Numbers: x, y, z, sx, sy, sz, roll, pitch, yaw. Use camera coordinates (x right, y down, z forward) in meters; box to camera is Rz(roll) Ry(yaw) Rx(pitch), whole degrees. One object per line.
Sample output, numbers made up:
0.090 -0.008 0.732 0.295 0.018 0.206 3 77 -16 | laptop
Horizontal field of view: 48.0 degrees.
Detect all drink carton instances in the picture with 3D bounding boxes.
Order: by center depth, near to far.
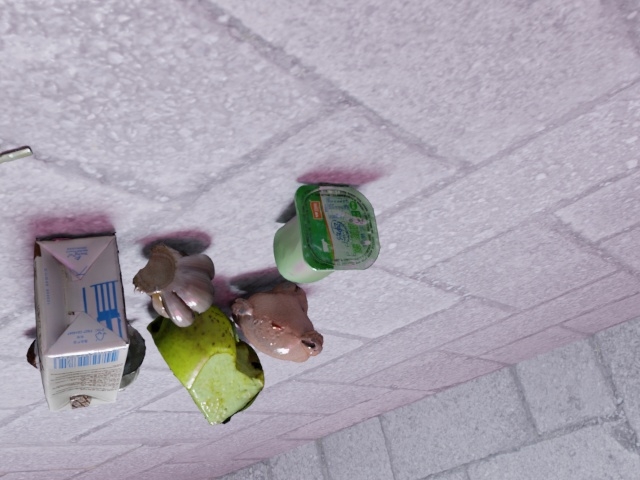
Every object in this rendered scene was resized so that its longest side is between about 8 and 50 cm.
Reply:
0.000 0.000 1.199 0.144 0.146 0.142 0 160 -28 | drink carton
-0.403 0.146 1.203 0.131 0.194 0.325 -3 154 -20 | drink carton

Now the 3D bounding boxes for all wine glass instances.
-0.430 0.255 1.529 0.122 0.122 0.183 -7 159 -16 | wine glass

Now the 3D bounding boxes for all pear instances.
-0.248 0.207 1.464 0.164 0.238 0.256 -35 133 -13 | pear

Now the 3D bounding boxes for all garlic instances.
-0.242 0.092 1.256 0.127 0.131 0.194 15 154 5 | garlic

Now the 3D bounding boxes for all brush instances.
-0.401 -0.099 0.899 0.083 0.013 0.016 -16 154 -1 | brush

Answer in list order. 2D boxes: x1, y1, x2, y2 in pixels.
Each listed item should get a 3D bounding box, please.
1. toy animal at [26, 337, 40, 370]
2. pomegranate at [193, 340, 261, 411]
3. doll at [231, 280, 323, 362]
-0.516 0.215 1.420 0.137 0.098 0.098 -35 150 24 | toy animal
-0.244 0.320 1.724 0.187 0.187 0.225 7 175 -39 | pomegranate
-0.089 0.167 1.529 0.201 0.156 0.303 30 170 -4 | doll
